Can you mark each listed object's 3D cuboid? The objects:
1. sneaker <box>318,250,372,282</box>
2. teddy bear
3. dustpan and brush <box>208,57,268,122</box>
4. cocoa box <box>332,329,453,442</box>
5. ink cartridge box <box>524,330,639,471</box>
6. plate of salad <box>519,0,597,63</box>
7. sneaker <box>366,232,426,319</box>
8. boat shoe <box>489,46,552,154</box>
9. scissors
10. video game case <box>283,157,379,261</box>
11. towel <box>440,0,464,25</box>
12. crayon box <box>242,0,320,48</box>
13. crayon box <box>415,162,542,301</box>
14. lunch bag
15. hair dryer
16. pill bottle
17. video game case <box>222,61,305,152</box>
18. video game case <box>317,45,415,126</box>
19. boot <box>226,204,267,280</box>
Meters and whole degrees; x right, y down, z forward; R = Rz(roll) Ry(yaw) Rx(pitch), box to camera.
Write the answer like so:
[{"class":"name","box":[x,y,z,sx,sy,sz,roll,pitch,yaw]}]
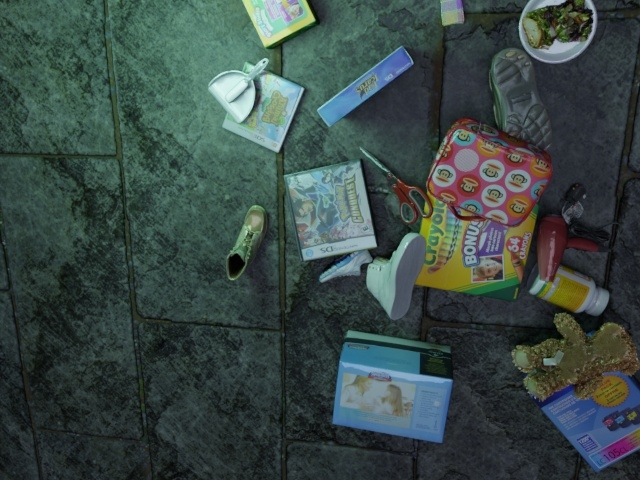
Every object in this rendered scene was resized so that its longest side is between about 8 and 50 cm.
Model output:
[{"class":"sneaker","box":[0.082,0.090,1.886,0.190,0.071,0.083,-35,104,18]},{"class":"teddy bear","box":[0.721,0.336,1.710,0.338,0.113,0.245,-46,65,24]},{"class":"dustpan and brush","box":[-0.223,-0.457,1.747,0.211,0.060,0.147,-39,97,19]},{"class":"cocoa box","box":[0.228,0.453,1.885,0.347,0.228,0.232,8,108,7]},{"class":"ink cartridge box","box":[0.821,0.468,1.833,0.270,0.151,0.395,-40,95,18]},{"class":"plate of salad","box":[0.634,-0.576,1.596,0.199,0.048,0.200,3,107,9]},{"class":"sneaker","box":[0.211,0.075,1.793,0.108,0.169,0.293,-8,126,-31]},{"class":"boat shoe","box":[0.545,-0.349,1.640,0.132,0.130,0.356,-11,107,8]},{"class":"scissors","box":[0.223,-0.180,1.749,0.109,0.021,0.297,-38,77,39]},{"class":"video game case","box":[0.032,-0.090,1.827,0.248,0.035,0.275,-11,92,13]},{"class":"towel","box":[0.361,-0.635,1.646,0.060,0.009,0.083,-8,105,13]},{"class":"crayon box","box":[-0.137,-0.701,1.673,0.165,0.081,0.278,-23,102,16]},{"class":"crayon box","box":[0.452,-0.025,1.764,0.313,0.106,0.363,9,108,7]},{"class":"lunch bag","box":[0.440,-0.162,1.601,0.293,0.120,0.258,25,122,4]},{"class":"hair dryer","box":[0.715,0.003,1.691,0.293,0.080,0.223,-44,94,-6]},{"class":"pill bottle","box":[0.729,0.142,1.763,0.208,0.117,0.118,23,109,2]},{"class":"video game case","box":[-0.173,-0.399,1.803,0.193,0.023,0.212,25,109,1]},{"class":"video game case","box":[0.131,-0.421,1.627,0.269,0.244,0.061,-34,100,18]},{"class":"boot","box":[-0.230,0.007,1.861,0.077,0.165,0.213,20,111,2]}]
